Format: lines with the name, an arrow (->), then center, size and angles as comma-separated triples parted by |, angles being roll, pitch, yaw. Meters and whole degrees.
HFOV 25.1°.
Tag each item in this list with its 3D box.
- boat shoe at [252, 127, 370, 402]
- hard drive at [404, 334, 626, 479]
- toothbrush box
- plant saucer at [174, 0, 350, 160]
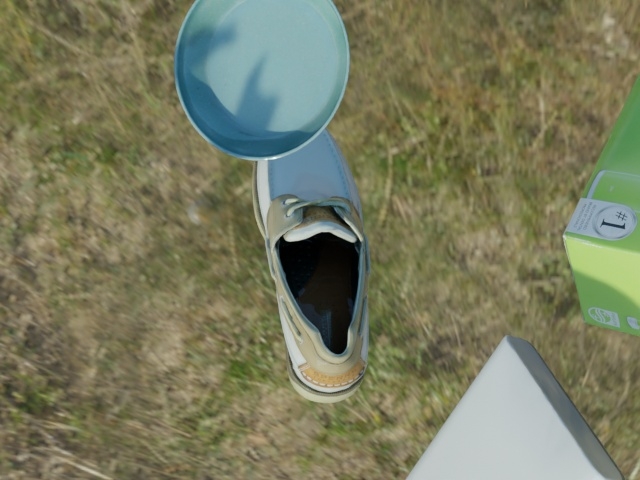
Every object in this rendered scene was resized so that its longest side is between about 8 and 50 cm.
boat shoe -> 0.000, 0.000, 1.409 | 0.113, 0.103, 0.302 | -8, 67, -10
hard drive -> 0.148, 0.271, 1.375 | 0.308, 0.040, 0.203 | -58, 35, 22
toothbrush box -> 0.356, -0.018, 1.089 | 0.283, 0.122, 0.206 | 15, 59, 28
plant saucer -> -0.033, -0.109, 0.886 | 0.119, 0.021, 0.119 | 1, 93, 23
